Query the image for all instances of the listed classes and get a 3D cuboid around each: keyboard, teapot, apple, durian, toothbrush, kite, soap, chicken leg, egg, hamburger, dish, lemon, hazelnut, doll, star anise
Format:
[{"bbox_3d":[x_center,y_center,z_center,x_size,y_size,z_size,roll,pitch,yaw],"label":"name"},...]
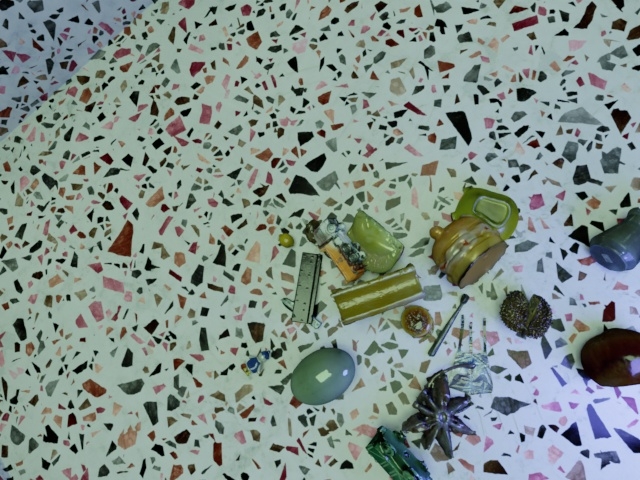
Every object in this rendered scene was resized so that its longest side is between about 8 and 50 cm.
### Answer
[{"bbox_3d":[-0.055,0.203,1.797,0.100,0.018,0.310,6,73,7],"label":"keyboard"},{"bbox_3d":[1.167,0.006,1.566,0.225,0.171,0.203,-41,108,-5],"label":"teapot"},{"bbox_3d":[0.223,0.022,1.752,0.265,0.120,0.193,42,104,24],"label":"apple"},{"bbox_3d":[0.781,0.287,1.574,0.195,0.167,0.196,-11,44,11],"label":"durian"},{"bbox_3d":[0.522,0.347,1.690,0.030,0.030,0.297,31,89,39],"label":"toothbrush"},{"bbox_3d":[0.618,0.462,1.661,0.169,0.015,0.310,9,86,12],"label":"kite"},{"bbox_3d":[0.228,0.210,1.632,0.334,0.293,0.156,-21,77,5],"label":"soap"},{"bbox_3d":[-0.001,0.001,1.827,0.084,0.069,0.198,-33,83,-20],"label":"chicken leg"},{"bbox_3d":[0.008,0.545,1.664,0.282,0.203,0.203,-29,77,8],"label":"egg"},{"bbox_3d":[0.559,0.029,1.621,0.276,0.276,0.237,-43,58,2],"label":"hamburger"},{"bbox_3d":[0.684,-0.116,1.690,0.262,0.108,0.221,29,86,13],"label":"dish"},{"bbox_3d":[-0.154,-0.001,1.851,0.083,0.062,0.062,35,89,13],"label":"lemon"},{"bbox_3d":[1.079,0.420,1.494,0.251,0.217,0.217,-32,76,28],"label":"hazelnut"},{"bbox_3d":[0.395,0.334,1.687,0.126,0.081,0.141,-29,76,5],"label":"hamburger"},{"bbox_3d":[-0.273,0.527,1.795,0.143,0.058,0.099,-43,56,0],"label":"doll"},{"bbox_3d":[0.474,0.667,1.610,0.359,0.139,0.316,-14,87,-7],"label":"star anise"}]

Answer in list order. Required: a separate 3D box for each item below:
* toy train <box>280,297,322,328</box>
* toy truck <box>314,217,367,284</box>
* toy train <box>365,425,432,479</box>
[{"bbox_3d":[-0.086,0.311,1.800,0.207,0.043,0.047,35,86,14],"label":"toy train"},{"bbox_3d":[0.084,0.040,1.718,0.135,0.114,0.271,-41,73,24],"label":"toy truck"},{"bbox_3d":[0.299,0.837,1.581,0.269,0.115,0.154,45,136,13],"label":"toy train"}]
